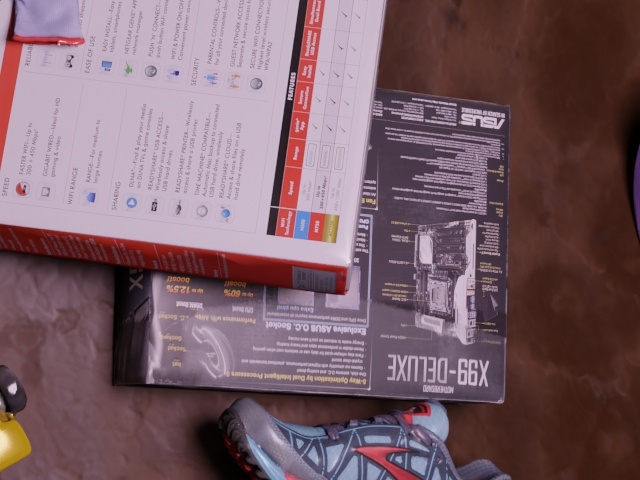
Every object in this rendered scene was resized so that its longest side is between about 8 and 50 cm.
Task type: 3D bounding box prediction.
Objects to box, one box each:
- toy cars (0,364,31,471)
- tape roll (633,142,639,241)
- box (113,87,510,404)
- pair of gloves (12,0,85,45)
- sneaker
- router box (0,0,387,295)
[{"bbox_3d":[-0.371,0.046,1.185,0.393,0.087,0.176,24,69,-19],"label":"toy cars"},{"bbox_3d":[0.378,-0.010,1.455,0.090,0.275,0.275,-19,93,-26],"label":"tape roll"},{"bbox_3d":[0.000,0.000,1.376,0.307,0.076,0.242,5,82,-26],"label":"box"},{"bbox_3d":[-0.242,-0.202,1.215,0.198,0.023,0.159,-1,75,-1],"label":"pair of gloves"},{"bbox_3d":[0.038,0.164,1.354,0.262,0.104,0.125,32,89,-30],"label":"sneaker"},{"bbox_3d":[-0.106,-0.149,1.256,0.301,0.082,0.335,8,76,2],"label":"router box"}]
